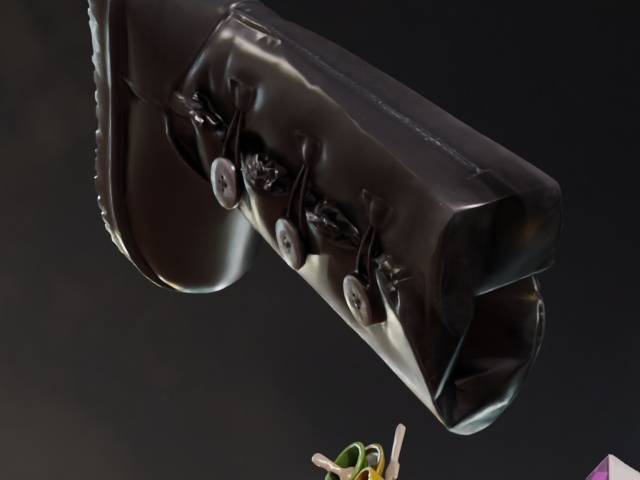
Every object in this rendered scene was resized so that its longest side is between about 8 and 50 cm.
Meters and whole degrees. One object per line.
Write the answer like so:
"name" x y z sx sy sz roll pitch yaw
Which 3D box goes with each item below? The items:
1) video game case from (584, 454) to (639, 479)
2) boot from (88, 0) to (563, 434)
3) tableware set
"video game case" 0.172 0.198 0.623 0.210 0.232 0.042 35 -67 -6
"boot" -0.001 -0.001 1.390 0.445 0.146 0.367 36 -30 37
"tableware set" -0.010 0.170 1.034 0.024 0.104 0.154 35 -54 -16
